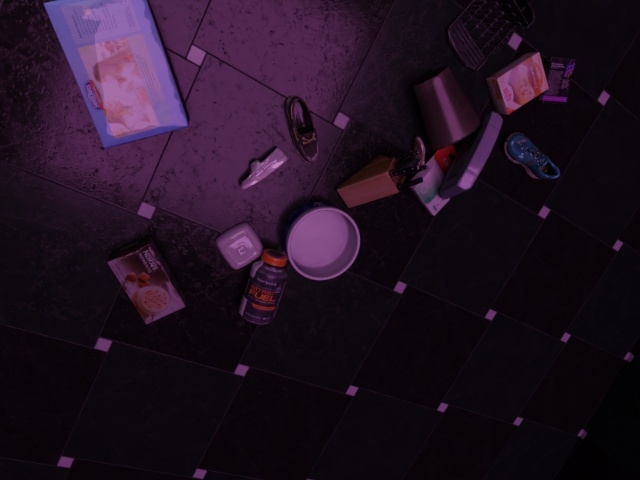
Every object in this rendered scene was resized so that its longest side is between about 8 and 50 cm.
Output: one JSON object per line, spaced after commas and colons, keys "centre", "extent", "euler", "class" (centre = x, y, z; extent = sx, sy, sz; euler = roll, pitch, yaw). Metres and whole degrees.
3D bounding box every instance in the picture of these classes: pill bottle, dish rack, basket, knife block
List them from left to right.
{"centre": [-0.192, 0.155, 1.517], "extent": [0.130, 0.130, 0.246], "euler": [13, 107, -21], "class": "pill bottle"}
{"centre": [0.215, -0.199, 1.464], "extent": [0.275, 0.242, 0.088], "euler": [-37, 114, -2], "class": "knife block"}
{"centre": [0.421, -0.461, 1.492], "extent": [0.204, 0.154, 0.227], "euler": [-33, 111, -5], "class": "basket"}
{"centre": [0.570, -0.734, 1.481], "extent": [0.208, 0.074, 0.271], "euler": [41, 93, -24], "class": "dish rack"}

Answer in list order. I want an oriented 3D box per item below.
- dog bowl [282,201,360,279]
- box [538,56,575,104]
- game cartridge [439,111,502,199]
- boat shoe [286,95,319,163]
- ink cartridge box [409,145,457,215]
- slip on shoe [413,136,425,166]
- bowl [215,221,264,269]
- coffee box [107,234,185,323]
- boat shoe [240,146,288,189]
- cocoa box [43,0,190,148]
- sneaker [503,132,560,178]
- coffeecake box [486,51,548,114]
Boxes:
{"centre": [0.000, 0.000, 1.543], "extent": [0.264, 0.104, 0.265], "euler": [-6, 110, -16], "class": "dog bowl"}
{"centre": [0.894, -0.603, 1.651], "extent": [0.115, 0.029, 0.162], "euler": [-2, 110, -17], "class": "box"}
{"centre": [0.522, -0.291, 1.515], "extent": [0.062, 0.198, 0.298], "euler": [29, 82, -8], "class": "game cartridge"}
{"centre": [-0.054, -0.354, 1.421], "extent": [0.081, 0.069, 0.228], "euler": [-23, 114, -8], "class": "boat shoe"}
{"centre": [0.445, -0.228, 1.608], "extent": [0.225, 0.056, 0.181], "euler": [-46, 130, 3], "class": "ink cartridge box"}
{"centre": [0.349, -0.305, 1.576], "extent": [0.041, 0.051, 0.136], "euler": [-19, 121, -12], "class": "slip on shoe"}
{"centre": [-0.273, 0.024, 1.495], "extent": [0.141, 0.053, 0.142], "euler": [-31, 113, -5], "class": "bowl"}
{"centre": [-0.558, 0.127, 1.416], "extent": [0.141, 0.098, 0.247], "euler": [-24, 114, -8], "class": "coffee box"}
{"centre": [-0.194, -0.237, 1.425], "extent": [0.184, 0.066, 0.063], "euler": [-37, 101, 0], "class": "boat shoe"}
{"centre": [-0.514, -0.451, 1.157], "extent": [0.231, 0.228, 0.348], "euler": [-18, 113, -10], "class": "cocoa box"}
{"centre": [0.822, -0.325, 1.681], "extent": [0.275, 0.110, 0.107], "euler": [28, 99, -23], "class": "sneaker"}
{"centre": [0.716, -0.570, 1.585], "extent": [0.185, 0.068, 0.142], "euler": [-33, 116, -3], "class": "coffeecake box"}
